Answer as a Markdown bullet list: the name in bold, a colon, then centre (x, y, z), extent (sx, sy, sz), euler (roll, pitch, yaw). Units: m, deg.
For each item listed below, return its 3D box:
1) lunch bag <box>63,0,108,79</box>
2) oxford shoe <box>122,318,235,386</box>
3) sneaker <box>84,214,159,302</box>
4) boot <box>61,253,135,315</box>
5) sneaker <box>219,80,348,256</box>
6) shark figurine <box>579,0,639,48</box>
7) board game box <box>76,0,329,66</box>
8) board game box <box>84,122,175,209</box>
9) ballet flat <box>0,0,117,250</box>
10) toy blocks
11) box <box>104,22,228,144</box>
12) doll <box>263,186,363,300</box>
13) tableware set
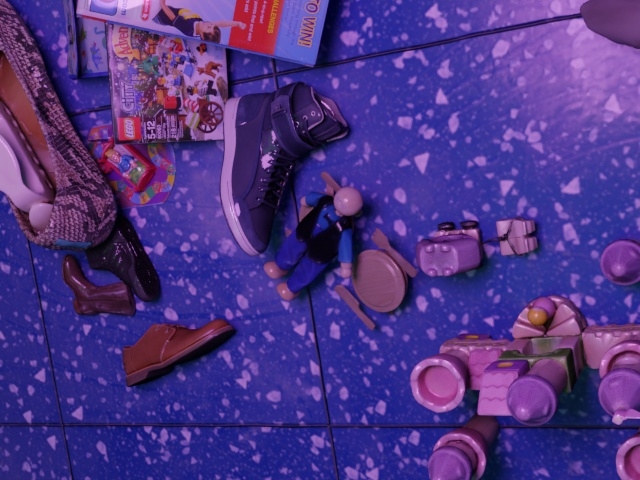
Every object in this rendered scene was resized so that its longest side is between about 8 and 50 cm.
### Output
- **lunch bag**: centre (-0.313, -0.298, 1.314), extent (0.151, 0.096, 0.129), euler (5, 101, 36)
- **oxford shoe**: centre (-0.220, 0.151, 1.361), extent (0.212, 0.076, 0.076), euler (-25, 77, 27)
- **sneaker**: centre (-0.313, 0.028, 1.395), extent (0.089, 0.051, 0.170), euler (-29, 81, 26)
- **boot**: centre (-0.341, 0.068, 1.421), extent (0.114, 0.037, 0.106), euler (-3, 111, 30)
- **sneaker**: centre (-0.045, -0.100, 1.196), extent (0.163, 0.086, 0.226), euler (-10, 75, 26)
- **shark figurine**: centre (0.401, -0.270, 0.933), extent (0.278, 0.116, 0.166), euler (-35, 60, 32)
- **board game box**: centre (-0.122, -0.399, 1.129), extent (0.302, 0.086, 0.308), euler (12, 106, -6)
- **board game box**: centre (-0.295, -0.113, 1.369), extent (0.169, 0.033, 0.133), euler (-6, 97, 27)
- **ballet flat**: centre (-0.466, -0.194, 1.332), extent (0.164, 0.182, 0.483), euler (-37, 77, 23)
- **toy blocks**: centre (0.235, 0.138, 1.028), extent (0.288, 0.260, 0.309), euler (-5, 97, 27)
- **box**: centre (-0.209, -0.250, 1.245), extent (0.159, 0.044, 0.233), euler (-5, 99, -14)
- **doll**: centre (0.000, 0.000, 1.196), extent (0.189, 0.046, 0.129), euler (-51, 60, 35)
- **tableware set**: centre (0.048, 0.012, 1.220), extent (0.194, 0.039, 0.128), euler (48, 131, 17)
